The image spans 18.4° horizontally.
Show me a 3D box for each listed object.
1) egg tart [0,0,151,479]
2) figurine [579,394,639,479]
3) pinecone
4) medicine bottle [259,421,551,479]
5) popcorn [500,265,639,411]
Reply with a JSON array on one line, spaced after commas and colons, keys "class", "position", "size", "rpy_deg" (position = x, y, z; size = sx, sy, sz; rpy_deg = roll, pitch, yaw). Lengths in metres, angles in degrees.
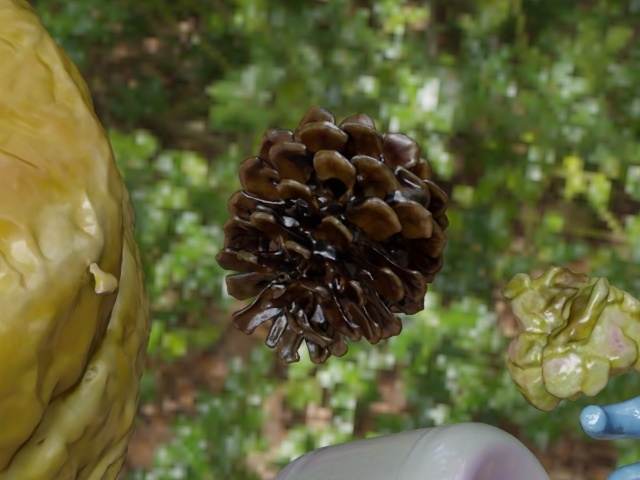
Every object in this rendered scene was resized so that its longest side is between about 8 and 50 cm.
[{"class": "egg tart", "position": [-0.171, -0.006, 0.672], "size": [0.319, 0.319, 0.128], "rpy_deg": [-12, -12, -42]}, {"class": "figurine", "position": [0.242, 0.121, 1.082], "size": [0.180, 0.262, 0.154], "rpy_deg": [12, 46, -14]}, {"class": "pinecone", "position": [0.002, 0.008, 1.354], "size": [0.163, 0.163, 0.165], "rpy_deg": [13, 44, 19]}, {"class": "medicine bottle", "position": [0.030, 0.299, 1.667], "size": [0.325, 0.256, 0.256], "rpy_deg": [-16, 7, 31]}, {"class": "popcorn", "position": [0.169, 0.061, 1.287], "size": [0.097, 0.089, 0.109], "rpy_deg": [-7, 4, 8]}]
